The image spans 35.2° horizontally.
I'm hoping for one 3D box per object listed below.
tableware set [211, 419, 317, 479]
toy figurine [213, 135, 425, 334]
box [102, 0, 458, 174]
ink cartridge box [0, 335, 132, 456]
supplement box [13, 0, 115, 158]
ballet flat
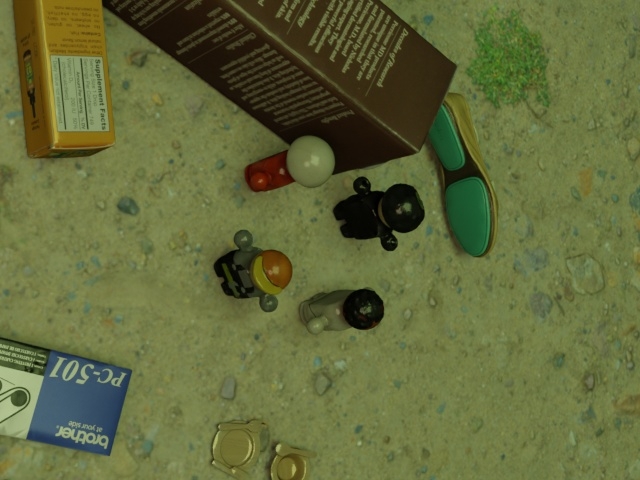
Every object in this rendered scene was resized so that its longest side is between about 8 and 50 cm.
[{"bbox_3d":[-0.078,0.299,1.191,0.141,0.020,0.168,23,74,-28],"label":"tableware set"},{"bbox_3d":[0.000,0.000,1.192,0.213,0.148,0.209,28,71,-27],"label":"toy figurine"},{"bbox_3d":[-0.050,-0.241,1.161,0.381,0.191,0.143,37,68,-24],"label":"box"},{"bbox_3d":[-0.308,0.156,1.049,0.207,0.046,0.097,19,77,-29],"label":"ink cartridge box"},{"bbox_3d":[-0.278,-0.207,1.084,0.080,0.078,0.233,-2,87,-35],"label":"supplement box"},{"bbox_3d":[0.203,-0.094,1.371,0.073,0.080,0.232,-23,99,-46],"label":"ballet flat"}]
